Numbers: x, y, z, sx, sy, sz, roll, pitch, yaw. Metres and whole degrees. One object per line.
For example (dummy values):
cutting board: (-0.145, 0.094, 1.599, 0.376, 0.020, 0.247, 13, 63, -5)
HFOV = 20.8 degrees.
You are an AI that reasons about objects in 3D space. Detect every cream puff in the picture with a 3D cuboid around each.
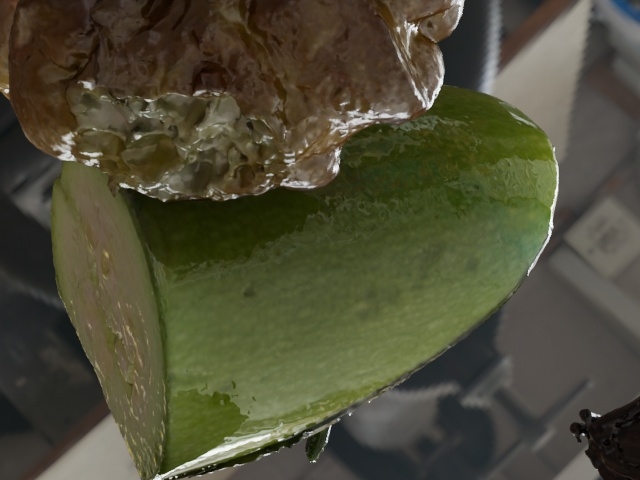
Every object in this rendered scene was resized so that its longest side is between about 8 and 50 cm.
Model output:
cream puff: (-0.054, -0.121, 0.998, 0.269, 0.241, 0.155, -21, 130, 4)

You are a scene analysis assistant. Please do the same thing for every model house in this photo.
model house: (0.335, 0.207, 1.572, 0.203, 0.164, 0.141, 13, 84, -45)

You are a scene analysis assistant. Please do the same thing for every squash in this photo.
squash: (0.000, 0.000, 1.192, 0.309, 0.233, 0.210, -12, 139, -24)

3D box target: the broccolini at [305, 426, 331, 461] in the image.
broccolini: (0.006, 0.105, 1.543, 0.074, 0.058, 0.201, 47, 54, -33)

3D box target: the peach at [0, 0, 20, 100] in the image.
peach: (-0.221, -0.193, 1.492, 0.184, 0.184, 0.184, -39, 161, -17)
